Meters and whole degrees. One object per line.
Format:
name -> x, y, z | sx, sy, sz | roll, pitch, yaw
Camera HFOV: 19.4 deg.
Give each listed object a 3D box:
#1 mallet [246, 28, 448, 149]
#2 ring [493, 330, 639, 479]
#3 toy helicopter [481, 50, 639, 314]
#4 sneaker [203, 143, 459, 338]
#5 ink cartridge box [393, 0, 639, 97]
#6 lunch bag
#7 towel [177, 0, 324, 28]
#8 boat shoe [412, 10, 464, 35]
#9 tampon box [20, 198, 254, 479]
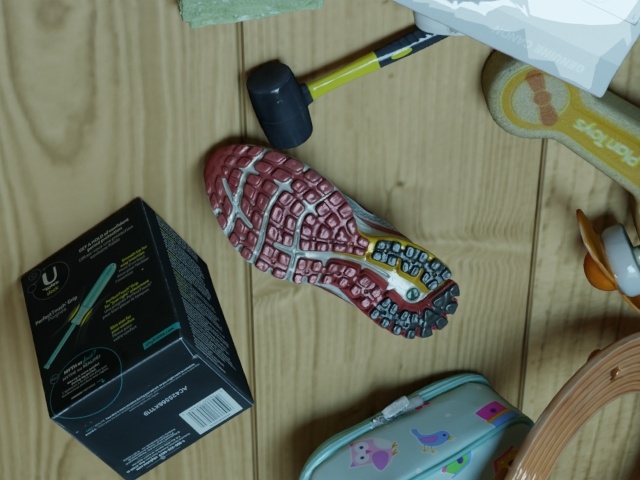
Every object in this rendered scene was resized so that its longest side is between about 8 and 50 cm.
mallet -> 0.032, -0.139, 1.399 | 0.190, 0.039, 0.062 | -31, 130, 1
ring -> 0.234, 0.231, 1.681 | 0.337, 0.032, 0.336 | -30, 133, -38
toy helicopter -> 0.264, -0.049, 1.520 | 0.355, 0.140, 0.235 | 29, 124, -25
sneaker -> 0.000, 0.000, 1.468 | 0.225, 0.093, 0.088 | 35, 93, -20
ink cartridge box -> 0.128, -0.269, 1.249 | 0.296, 0.066, 0.261 | 23, 118, -16
lunch bag -> 0.087, 0.259, 1.675 | 0.224, 0.108, 0.279 | -24, 132, -19
towel -> -0.050, -0.215, 1.306 | 0.110, 0.027, 0.148 | -10, 132, -11
boat shoe -> 0.196, -0.192, 1.371 | 0.268, 0.096, 0.088 | -9, 139, -14
tampon box -> -0.142, 0.075, 1.428 | 0.120, 0.161, 0.101 | -32, 132, 10
